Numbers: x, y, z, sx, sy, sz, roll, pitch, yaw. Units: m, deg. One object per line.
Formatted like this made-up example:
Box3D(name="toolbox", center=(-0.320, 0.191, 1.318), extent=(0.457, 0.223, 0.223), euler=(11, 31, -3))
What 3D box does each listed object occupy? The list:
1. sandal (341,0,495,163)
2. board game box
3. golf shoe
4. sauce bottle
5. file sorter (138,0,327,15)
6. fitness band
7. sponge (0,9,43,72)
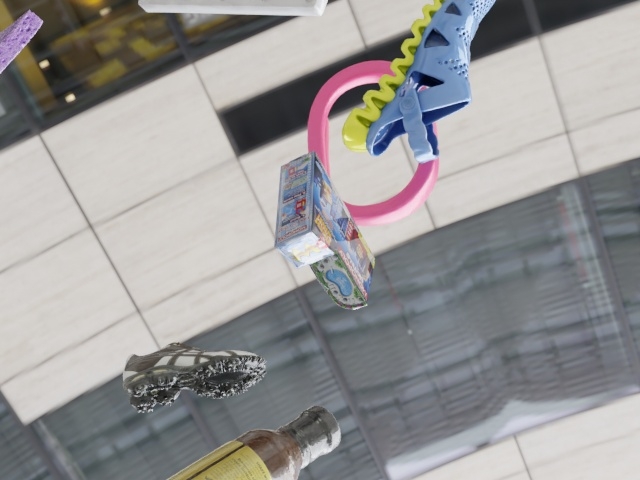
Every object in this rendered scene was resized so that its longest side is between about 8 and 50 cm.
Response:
Box3D(name="sandal", center=(0.172, -0.239, 1.579), extent=(0.138, 0.126, 0.317), euler=(36, -79, 21))
Box3D(name="board game box", center=(0.000, 0.000, 1.470), extent=(0.060, 0.194, 0.194), euler=(-24, -162, 18))
Box3D(name="golf shoe", center=(-0.175, 0.170, 1.470), extent=(0.198, 0.077, 0.094), euler=(-6, -143, -19))
Box3D(name="sauce bottle", center=(-0.108, 0.328, 1.453), extent=(0.111, 0.111, 0.344), euler=(8, -156, 45))
Box3D(name="file sorter", center=(-0.119, -0.387, 1.220), extent=(0.278, 0.173, 0.192), euler=(10, -108, 36))
Box3D(name="fitness band", center=(0.084, -0.161, 1.721), extent=(0.209, 0.054, 0.290), euler=(-9, -117, 14))
Box3D(name="sponge", center=(-0.489, -0.271, 1.594), extent=(0.210, 0.031, 0.117), euler=(-8, -135, 57))
